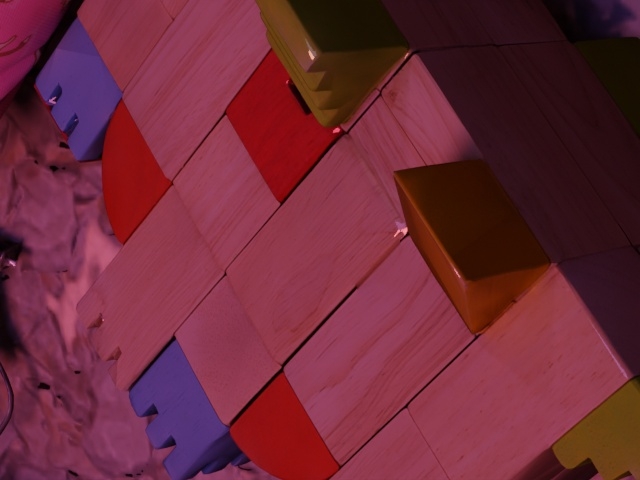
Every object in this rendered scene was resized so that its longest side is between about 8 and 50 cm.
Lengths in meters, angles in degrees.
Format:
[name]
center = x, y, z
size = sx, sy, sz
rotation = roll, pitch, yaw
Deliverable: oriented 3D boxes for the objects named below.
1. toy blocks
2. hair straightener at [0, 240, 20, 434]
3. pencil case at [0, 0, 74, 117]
[toy blocks]
center = 0.000, 0.000, 0.738
size = 0.261, 0.191, 0.381
rotation = -48, 64, 39
[hair straightener]
center = -0.206, 0.022, 0.915
size = 0.089, 0.047, 0.230
rotation = -5, 86, 13
[pencil case]
center = -0.161, -0.156, 0.726
size = 0.160, 0.167, 0.386
rotation = 31, 134, -14
